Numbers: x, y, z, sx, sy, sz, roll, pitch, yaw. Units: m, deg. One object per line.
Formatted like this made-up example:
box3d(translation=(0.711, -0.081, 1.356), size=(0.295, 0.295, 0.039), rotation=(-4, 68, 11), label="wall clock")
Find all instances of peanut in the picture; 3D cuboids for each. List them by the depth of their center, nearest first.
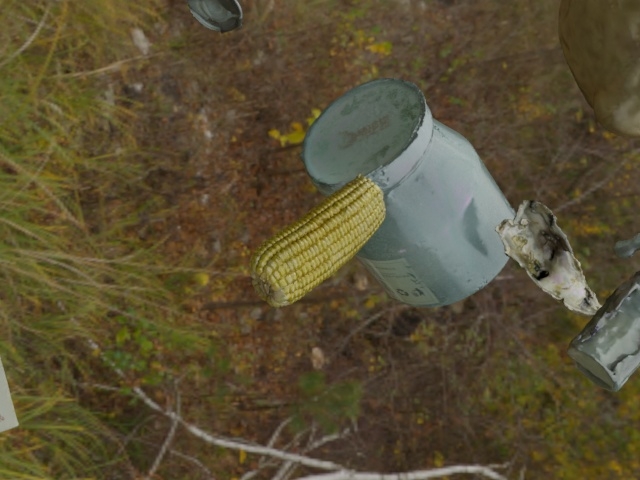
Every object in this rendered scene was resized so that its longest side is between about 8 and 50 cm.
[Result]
box3d(translation=(0.231, -0.196, 0.596), size=(0.124, 0.124, 0.256), rotation=(17, 69, -59), label="peanut")

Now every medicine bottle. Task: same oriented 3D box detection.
box3d(translation=(0.128, -0.073, 1.237), size=(0.290, 0.245, 0.244), rotation=(50, 42, -40), label="medicine bottle")

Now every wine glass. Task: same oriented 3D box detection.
box3d(translation=(-0.167, -0.538, 1.673), size=(0.126, 0.127, 0.241), rotation=(55, 46, -41), label="wine glass")

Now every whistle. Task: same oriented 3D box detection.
box3d(translation=(0.362, -0.003, 0.773), size=(0.142, 0.346, 0.133), rotation=(45, -11, 10), label="whistle")

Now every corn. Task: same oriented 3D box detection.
box3d(translation=(0.000, 0.000, 0.854), size=(0.165, 0.063, 0.085), rotation=(-40, 132, -22), label="corn")

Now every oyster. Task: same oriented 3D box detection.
box3d(translation=(0.321, 0.036, 1.176), size=(0.061, 0.106, 0.199), rotation=(-46, 115, -80), label="oyster")

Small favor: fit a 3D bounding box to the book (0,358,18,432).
box3d(translation=(-0.525, 0.174, 1.153), size=(0.162, 0.022, 0.231), rotation=(-15, 92, -35), label="book")
